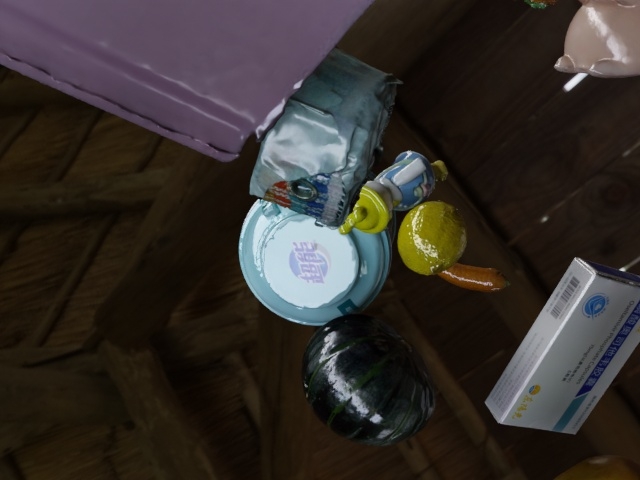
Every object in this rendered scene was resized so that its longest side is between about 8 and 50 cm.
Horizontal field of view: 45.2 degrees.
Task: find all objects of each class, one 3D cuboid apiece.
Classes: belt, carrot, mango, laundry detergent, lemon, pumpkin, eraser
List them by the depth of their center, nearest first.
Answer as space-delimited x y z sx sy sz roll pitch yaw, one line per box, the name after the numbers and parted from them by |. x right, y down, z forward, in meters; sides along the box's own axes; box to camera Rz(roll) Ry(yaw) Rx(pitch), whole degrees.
-0.159 -0.250 0.723 0.359 0.272 0.122 20 -148 -41 | eraser
0.005 -0.125 0.958 0.150 0.207 0.257 21 175 4 | belt
0.177 -0.005 1.210 0.109 0.109 0.133 30 -122 -24 | lemon
0.079 0.245 1.312 0.250 0.216 0.250 22 -155 -11 | pumpkin
0.490 0.530 1.463 0.172 0.317 0.211 63 -170 23 | mango
0.000 0.000 1.499 0.287 0.287 0.305 43 -164 -5 | laundry detergent
0.315 0.071 1.828 0.271 0.066 0.062 16 -113 14 | carrot

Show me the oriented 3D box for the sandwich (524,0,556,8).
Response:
0.477 -0.595 1.623 0.109 0.160 0.184 20 -103 -19 | sandwich

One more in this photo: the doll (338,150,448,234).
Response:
0.115 -0.080 1.292 0.241 0.135 0.098 -35 -64 -39 | doll

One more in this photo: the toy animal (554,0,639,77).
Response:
0.484 -0.378 1.175 0.213 0.256 0.195 -1 -160 -22 | toy animal

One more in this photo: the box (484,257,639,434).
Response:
0.477 0.206 1.436 0.200 0.343 0.065 14 -156 -26 | box
